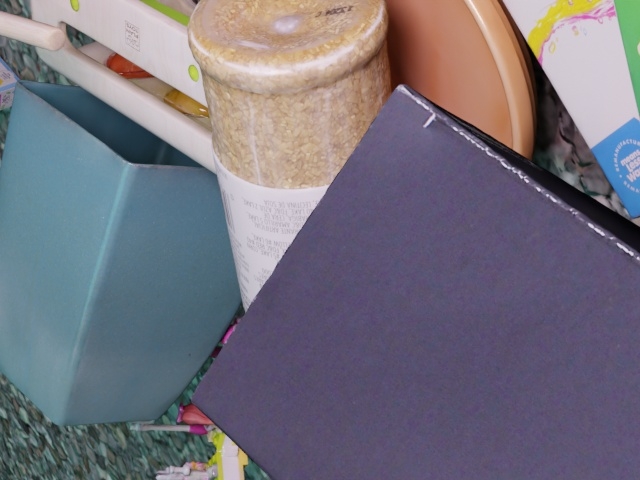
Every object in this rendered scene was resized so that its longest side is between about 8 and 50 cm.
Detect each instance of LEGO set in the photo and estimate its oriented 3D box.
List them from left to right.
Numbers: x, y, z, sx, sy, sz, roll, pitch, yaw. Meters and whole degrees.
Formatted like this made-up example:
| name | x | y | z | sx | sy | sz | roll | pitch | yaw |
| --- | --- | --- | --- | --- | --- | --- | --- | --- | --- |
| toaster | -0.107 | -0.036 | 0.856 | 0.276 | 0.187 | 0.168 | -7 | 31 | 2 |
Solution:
| name | x | y | z | sx | sy | sz | roll | pitch | yaw |
| --- | --- | --- | --- | --- | --- | --- | --- | --- | --- |
| LEGO set | -0.105 | 0.187 | 1.361 | 0.132 | 0.107 | 0.287 | -155 | 71 | -68 |

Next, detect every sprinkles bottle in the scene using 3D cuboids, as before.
| name | x | y | z | sx | sy | sz | roll | pitch | yaw |
| --- | --- | --- | --- | --- | --- | --- | --- | --- | --- |
| sprinkles bottle | 0.000 | 0.000 | 1.043 | 0.121 | 0.121 | 0.355 | 34 | 146 | 38 |

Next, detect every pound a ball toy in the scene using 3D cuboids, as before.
| name | x | y | z | sx | sy | sz | roll | pitch | yaw |
| --- | --- | --- | --- | --- | --- | --- | --- | --- | --- |
| pound a ball toy | -0.131 | -0.124 | 1.174 | 0.319 | 0.208 | 0.136 | 32 | 135 | 39 |

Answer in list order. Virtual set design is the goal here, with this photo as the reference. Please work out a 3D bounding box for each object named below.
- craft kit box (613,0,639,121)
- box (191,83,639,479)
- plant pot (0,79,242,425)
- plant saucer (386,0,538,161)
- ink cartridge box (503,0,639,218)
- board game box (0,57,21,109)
| name | x | y | z | sx | sy | sz | roll | pitch | yaw |
| --- | --- | --- | --- | --- | --- | --- | --- | --- | --- |
| craft kit box | 0.233 | -0.121 | 0.681 | 0.250 | 0.061 | 0.246 | -2 | 104 | 50 |
| box | 0.174 | 0.118 | 0.763 | 0.312 | 0.343 | 0.179 | 40 | 100 | 35 |
| plant pot | -0.159 | 0.019 | 1.270 | 0.166 | 0.165 | 0.234 | 33 | 112 | 41 |
| plant saucer | 0.067 | -0.110 | 0.978 | 0.200 | 0.037 | 0.200 | 47 | 155 | 30 |
| ink cartridge box | 0.168 | -0.145 | 0.858 | 0.231 | 0.078 | 0.134 | 60 | 146 | 8 |
| board game box | -0.375 | -0.175 | 1.578 | 0.154 | 0.103 | 0.026 | 47 | 144 | 26 |
